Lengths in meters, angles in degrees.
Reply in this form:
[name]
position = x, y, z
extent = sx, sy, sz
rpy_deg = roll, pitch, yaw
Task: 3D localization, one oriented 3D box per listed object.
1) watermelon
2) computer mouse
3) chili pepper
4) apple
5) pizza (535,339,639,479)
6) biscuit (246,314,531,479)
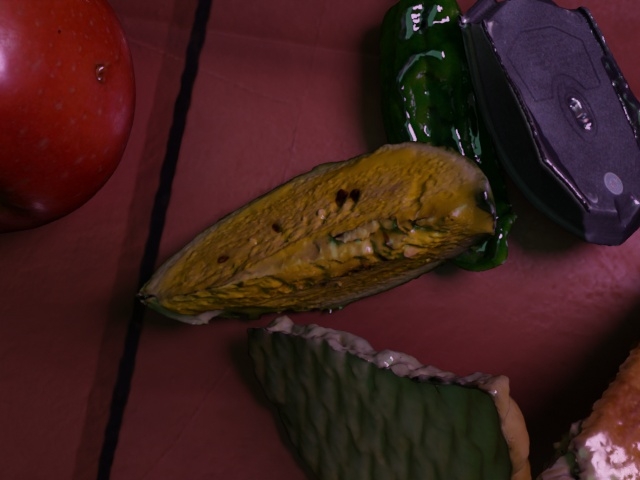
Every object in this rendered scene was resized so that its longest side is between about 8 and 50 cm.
[watermelon]
position = 0.000, 0.000, 0.683
extent = 0.301, 0.129, 0.123
rpy_deg = -18, 90, 24
[computer mouse]
position = 0.179, -0.099, 0.683
extent = 0.126, 0.071, 0.231
rpy_deg = -18, 78, -30
[chili pepper]
position = 0.101, -0.100, 0.711
extent = 0.100, 0.074, 0.256
rpy_deg = -15, 89, 18
[apple]
position = -0.276, -0.125, 0.684
extent = 0.261, 0.260, 0.216
rpy_deg = -3, 64, 10
[pizza]
position = 0.307, 0.156, 0.580
extent = 0.258, 0.087, 0.268
rpy_deg = 38, 52, 17
[biscuit]
position = 0.049, 0.154, 0.646
extent = 0.274, 0.036, 0.187
rpy_deg = 11, 119, 49
